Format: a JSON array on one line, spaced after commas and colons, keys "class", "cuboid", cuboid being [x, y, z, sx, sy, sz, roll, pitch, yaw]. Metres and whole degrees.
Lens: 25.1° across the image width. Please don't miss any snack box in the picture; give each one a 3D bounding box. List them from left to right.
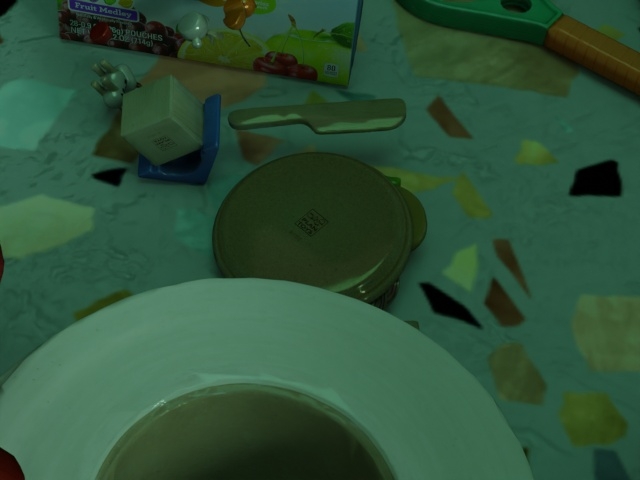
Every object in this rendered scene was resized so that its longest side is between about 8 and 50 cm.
[{"class": "snack box", "cuboid": [-0.070, -0.201, 0.948, 0.207, 0.174, 0.070, 10, 49, 1]}]

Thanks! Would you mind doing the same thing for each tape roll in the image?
[{"class": "tape roll", "cuboid": [-0.039, 0.156, 0.705, 0.286, 0.100, 0.286, 3, 51, -3]}]

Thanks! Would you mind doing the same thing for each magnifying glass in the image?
[{"class": "magnifying glass", "cuboid": [0.148, -0.164, 1.036, 0.231, 0.026, 0.092, 33, 55, 19]}]

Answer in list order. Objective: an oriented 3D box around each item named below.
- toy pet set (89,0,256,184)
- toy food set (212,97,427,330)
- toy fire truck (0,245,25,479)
[{"class": "toy pet set", "cuboid": [-0.084, -0.101, 0.927, 0.122, 0.065, 0.114, -19, 53, 25]}, {"class": "toy food set", "cuboid": [0.000, 0.000, 0.885, 0.132, 0.038, 0.192, -2, 56, 2]}, {"class": "toy fire truck", "cuboid": [-0.245, 0.065, 0.649, 0.169, 0.302, 0.254, 34, 38, -29]}]
